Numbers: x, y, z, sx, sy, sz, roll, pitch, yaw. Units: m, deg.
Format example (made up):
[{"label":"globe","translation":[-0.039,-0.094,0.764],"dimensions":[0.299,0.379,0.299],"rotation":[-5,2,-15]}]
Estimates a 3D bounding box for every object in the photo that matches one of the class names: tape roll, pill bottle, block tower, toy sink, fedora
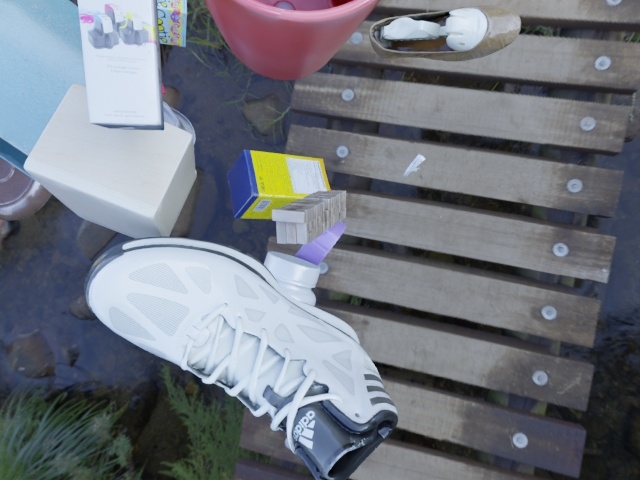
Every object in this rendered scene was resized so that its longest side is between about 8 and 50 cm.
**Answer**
[{"label":"tape roll","translation":[0.000,0.000,1.400],"dimensions":[0.080,0.189,0.189],"rotation":[38,103,-3]},{"label":"pill bottle","translation":[-0.133,0.230,1.272],"dimensions":[0.204,0.204,0.361],"rotation":[19,93,14]},{"label":"block tower","translation":[-0.020,-0.073,1.178],"dimensions":[0.090,0.335,0.097],"rotation":[4,106,21]},{"label":"toy sink","translation":[-0.274,-0.090,0.600],"dimensions":[0.152,0.234,0.131],"rotation":[22,74,-9]},{"label":"fedora","translation":[-0.600,-0.426,1.518],"dimensions":[0.275,0.124,0.244],"rotation":[32,64,-3]}]

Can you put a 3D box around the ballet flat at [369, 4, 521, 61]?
[{"label":"ballet flat","translation":[0.263,-0.474,0.941],"dimensions":[0.342,0.124,0.116],"rotation":[13,107,27]}]

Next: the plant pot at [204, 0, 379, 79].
[{"label":"plant pot","translation":[-0.045,-0.361,0.557],"dimensions":[0.274,0.243,0.275],"rotation":[0,88,-8]}]

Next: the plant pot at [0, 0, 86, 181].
[{"label":"plant pot","translation":[-0.435,-0.240,0.691],"dimensions":[0.247,0.248,0.252],"rotation":[36,70,-4]}]

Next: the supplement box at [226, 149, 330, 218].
[{"label":"supplement box","translation":[-0.161,-0.210,1.650],"dimensions":[0.195,0.356,0.194],"rotation":[-37,60,50]}]

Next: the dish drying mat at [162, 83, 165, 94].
[{"label":"dish drying mat","translation":[-0.490,-0.457,1.269],"dimensions":[0.032,0.008,0.083],"rotation":[-41,43,10]}]

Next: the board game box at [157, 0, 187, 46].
[{"label":"board game box","translation":[-0.589,-0.766,1.373],"dimensions":[0.275,0.144,0.142],"rotation":[-1,66,-20]}]

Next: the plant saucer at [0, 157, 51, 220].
[{"label":"plant saucer","translation":[-0.965,-0.218,1.272],"dimensions":[0.310,0.050,0.311],"rotation":[0,88,4]}]

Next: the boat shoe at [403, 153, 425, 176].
[{"label":"boat shoe","translation":[0.323,-0.252,1.427],"dimensions":[0.035,0.035,0.100],"rotation":[37,127,2]}]

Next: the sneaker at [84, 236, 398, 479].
[{"label":"sneaker","translation":[-0.064,0.149,0.522],"dimensions":[0.447,0.257,0.169],"rotation":[29,94,-29]}]

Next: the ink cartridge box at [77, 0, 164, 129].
[{"label":"ink cartridge box","translation":[-0.187,-0.201,0.395],"dimensions":[0.061,0.104,0.182],"rotation":[-3,102,-19]}]
